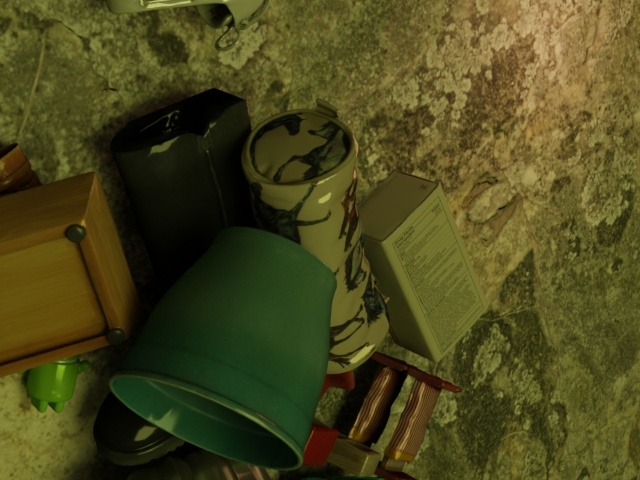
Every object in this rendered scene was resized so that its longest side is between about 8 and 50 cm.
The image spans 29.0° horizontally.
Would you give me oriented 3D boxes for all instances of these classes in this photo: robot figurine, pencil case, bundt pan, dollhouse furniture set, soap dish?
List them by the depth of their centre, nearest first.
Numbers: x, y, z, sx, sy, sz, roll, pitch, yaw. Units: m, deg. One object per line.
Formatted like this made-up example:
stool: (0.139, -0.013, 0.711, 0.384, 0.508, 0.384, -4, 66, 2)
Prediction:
soap dish: (-0.390, 0.060, 1.568, 0.290, 0.118, 0.229, -17, 120, -6)
robot figurine: (-0.376, 0.183, 1.741, 0.101, 0.067, 0.115, 6, 102, -32)
pencil case: (0.000, 0.000, 1.809, 0.183, 0.160, 0.410, -54, 147, -37)
bundt pan: (-0.217, 0.405, 1.846, 0.330, 0.124, 0.331, -19, 160, -7)
dollhouse furniture set: (0.081, 0.297, 2.082, 0.374, 0.152, 0.201, 23, 89, -64)

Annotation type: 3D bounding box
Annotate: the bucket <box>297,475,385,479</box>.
bucket: (0.035, 0.537, 2.127, 0.183, 0.281, 0.281, 22, 90, -44)

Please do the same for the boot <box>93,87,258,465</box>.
boot: (-0.216, 0.049, 1.755, 0.367, 0.146, 0.445, -42, 140, -40)

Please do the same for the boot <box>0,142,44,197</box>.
boot: (-0.380, -0.062, 1.644, 0.197, 0.073, 0.152, -33, 120, -36)

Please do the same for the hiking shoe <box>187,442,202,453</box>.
hiking shoe: (-0.129, 0.330, 2.035, 0.227, 0.086, 0.114, -11, 129, -36)

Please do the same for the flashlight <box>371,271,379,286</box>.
flashlight: (-0.014, 0.025, 2.005, 0.304, 0.103, 0.103, 52, 42, -46)

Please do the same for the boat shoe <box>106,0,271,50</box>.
boat shoe: (-0.133, -0.345, 1.719, 0.367, 0.136, 0.156, -10, 112, -38)

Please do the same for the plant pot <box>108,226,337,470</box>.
plant pot: (-0.103, 0.131, 1.640, 0.271, 0.271, 0.255, 46, 58, -43)

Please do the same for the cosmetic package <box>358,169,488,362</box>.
cosmetic package: (0.170, 0.048, 2.171, 0.160, 0.113, 0.309, -44, 130, -23)
